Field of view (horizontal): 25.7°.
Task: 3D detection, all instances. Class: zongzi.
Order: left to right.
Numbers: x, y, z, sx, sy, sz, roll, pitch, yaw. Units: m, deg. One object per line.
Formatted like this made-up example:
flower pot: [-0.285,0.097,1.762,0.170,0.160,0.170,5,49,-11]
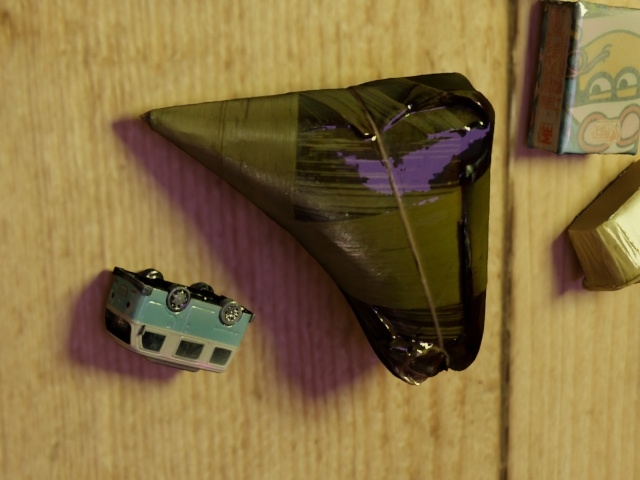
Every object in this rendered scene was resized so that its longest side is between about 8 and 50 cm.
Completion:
zongzi: [0.000,0.000,1.258,0.317,0.154,0.289,-5,110,-14]

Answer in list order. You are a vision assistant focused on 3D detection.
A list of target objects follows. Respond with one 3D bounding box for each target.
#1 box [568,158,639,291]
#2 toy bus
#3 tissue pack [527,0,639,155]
box: [0.347,-0.014,1.503,0.177,0.111,0.111,-43,123,-18]
toy bus: [-0.128,0.071,1.214,0.123,0.060,0.075,18,95,-39]
tissue pack: [0.276,-0.166,1.434,0.115,0.065,0.155,-1,104,-33]
